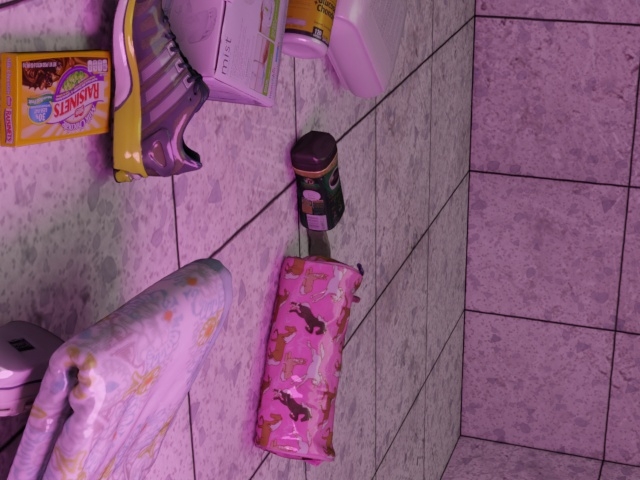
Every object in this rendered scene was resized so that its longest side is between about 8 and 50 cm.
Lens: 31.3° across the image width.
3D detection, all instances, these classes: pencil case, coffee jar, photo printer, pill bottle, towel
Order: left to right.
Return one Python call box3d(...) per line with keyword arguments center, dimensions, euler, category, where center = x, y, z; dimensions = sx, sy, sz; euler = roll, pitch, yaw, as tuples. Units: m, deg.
box3d(center=(-0.251, 0.221, 1.377), dimensions=(0.374, 0.090, 0.320), euler=(-66, 170, 26), category="towel")
box3d(center=(-0.023, -0.415, 1.973), dimensions=(0.103, 0.103, 0.184), euler=(33, 66, -69), category="pill bottle")
box3d(center=(-0.022, 0.222, 2.135), dimensions=(0.160, 0.167, 0.386), euler=(158, -57, -74), category="pencil case")
box3d(center=(-0.005, -0.114, 2.172), dimensions=(0.096, 0.079, 0.184), euler=(-59, 151, -44), category="coffee jar")
box3d(center=(0.078, -0.463, 2.244), dimensions=(0.307, 0.107, 0.256), euler=(56, 45, -62), category="photo printer")

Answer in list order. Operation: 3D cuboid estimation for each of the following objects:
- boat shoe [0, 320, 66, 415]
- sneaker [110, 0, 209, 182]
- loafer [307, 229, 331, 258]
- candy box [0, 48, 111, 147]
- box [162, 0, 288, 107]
box3d(center=(-0.342, 0.154, 1.277), dimensions=(0.088, 0.096, 0.267), euler=(-53, 175, 3), category="boat shoe")
box3d(center=(-0.201, -0.219, 1.458), dimensions=(0.111, 0.121, 0.299), euler=(-100, -167, -70), category="sneaker")
box3d(center=(0.000, 0.000, 2.290), dimensions=(0.039, 0.045, 0.125), euler=(-67, 154, -55), category="loafer")
box3d(center=(-0.308, -0.171, 1.345), dimensions=(0.206, 0.027, 0.105), euler=(-28, 126, -68), category="candy box")
box3d(center=(-0.139, -0.339, 1.622), dimensions=(0.231, 0.127, 0.261), euler=(8, 90, -71), category="box")
